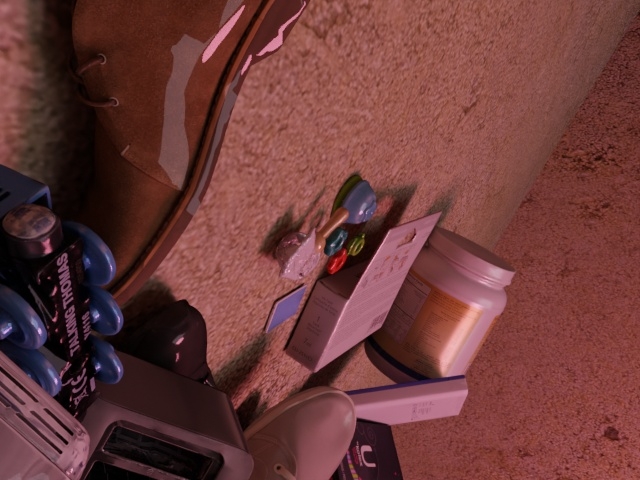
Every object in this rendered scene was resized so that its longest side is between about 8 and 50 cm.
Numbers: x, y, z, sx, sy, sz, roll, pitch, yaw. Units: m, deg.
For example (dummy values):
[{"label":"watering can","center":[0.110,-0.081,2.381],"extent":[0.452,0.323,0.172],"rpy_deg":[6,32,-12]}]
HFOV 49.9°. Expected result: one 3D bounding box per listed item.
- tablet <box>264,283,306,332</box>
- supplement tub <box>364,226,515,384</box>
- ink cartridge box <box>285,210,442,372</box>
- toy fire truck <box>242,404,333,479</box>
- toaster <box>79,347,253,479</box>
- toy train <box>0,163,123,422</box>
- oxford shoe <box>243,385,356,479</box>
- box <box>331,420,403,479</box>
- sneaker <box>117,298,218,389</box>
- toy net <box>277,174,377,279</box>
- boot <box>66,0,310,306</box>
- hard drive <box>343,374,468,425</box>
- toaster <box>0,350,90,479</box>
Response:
[{"label":"tablet","center":[-0.048,0.095,0.965],"extent":[0.083,0.006,0.054],"rpy_deg":[-28,145,-58]},{"label":"supplement tub","center":[0.258,0.153,1.487],"extent":[0.316,0.228,0.228],"rpy_deg":[-63,161,13]},{"label":"ink cartridge box","center":[0.081,0.062,1.149],"extent":[0.296,0.066,0.261],"rpy_deg":[-16,134,-64]},{"label":"toy fire truck","center":[-0.132,0.407,1.047],"extent":[0.254,0.169,0.302],"rpy_deg":[-40,174,34]},{"label":"toaster","center":[-0.157,0.190,0.548],"extent":[0.168,0.185,0.110],"rpy_deg":[-59,-154,4]},{"label":"toy train","center":[-0.176,0.042,0.402],"extent":[0.080,0.105,0.184],"rpy_deg":[-51,161,-43]},{"label":"oxford shoe","center":[-0.079,0.337,0.812],"extent":[0.449,0.130,0.169],"rpy_deg":[-34,115,-43]},{"label":"box","center":[0.039,0.441,1.307],"extent":[0.143,0.165,0.270],"rpy_deg":[-24,154,23]},{"label":"sneaker","center":[-0.131,0.174,0.687],"extent":[0.109,0.130,0.286],"rpy_deg":[-41,153,-39]},{"label":"toy net","center":[0.000,0.000,0.891],"extent":[0.232,0.045,0.122],"rpy_deg":[-32,150,-50]},{"label":"boot","center":[-0.113,-0.093,0.420],"extent":[0.115,0.112,0.305],"rpy_deg":[15,113,-39]},{"label":"hard drive","center":[0.119,0.329,1.358],"extent":[0.210,0.318,0.040],"rpy_deg":[79,3,-64]},{"label":"toaster","center":[-0.202,0.096,0.280],"extent":[0.129,0.227,0.146],"rpy_deg":[-10,-145,50]}]
